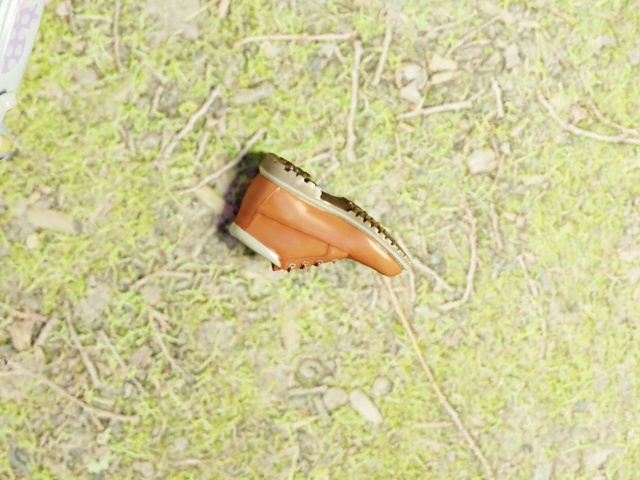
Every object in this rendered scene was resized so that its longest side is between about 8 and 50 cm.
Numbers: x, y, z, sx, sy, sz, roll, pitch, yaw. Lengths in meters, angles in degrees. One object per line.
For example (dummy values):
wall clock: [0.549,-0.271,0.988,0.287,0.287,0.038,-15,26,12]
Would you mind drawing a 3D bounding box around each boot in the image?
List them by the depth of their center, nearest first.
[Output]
boot: [0.000,0.000,1.684,0.158,0.059,0.085,31,97,-14]

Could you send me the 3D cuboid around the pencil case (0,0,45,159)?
pencil case: [-0.256,-0.198,1.509,0.113,0.124,0.273,14,99,-20]
